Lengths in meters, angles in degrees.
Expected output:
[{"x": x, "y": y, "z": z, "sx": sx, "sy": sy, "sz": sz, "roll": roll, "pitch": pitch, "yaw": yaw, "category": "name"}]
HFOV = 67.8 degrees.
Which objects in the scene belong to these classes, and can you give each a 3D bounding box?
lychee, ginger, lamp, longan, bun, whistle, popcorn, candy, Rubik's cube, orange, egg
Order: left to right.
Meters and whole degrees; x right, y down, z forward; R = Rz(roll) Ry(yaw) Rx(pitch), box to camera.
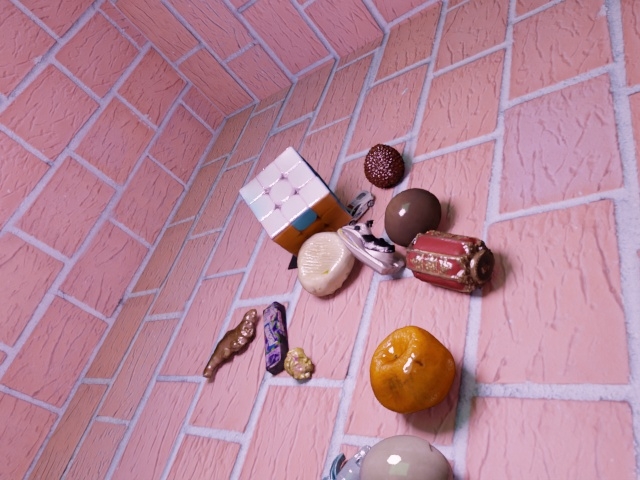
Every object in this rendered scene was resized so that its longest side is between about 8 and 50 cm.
[{"x": -0.372, "y": 0.429, "z": 2.009, "sx": 0.333, "sy": 0.080, "sz": 0.166, "roll": -49, "pitch": 18, "yaw": 8, "category": "ginger"}, {"x": -0.177, "y": 0.371, "z": 1.862, "sx": 0.088, "sy": 0.061, "sz": 0.312, "roll": -37, "pitch": 35, "yaw": 19, "category": "candy"}, {"x": -0.096, "y": -0.144, "z": 1.932, "sx": 0.291, "sy": 0.291, "sz": 0.290, "roll": -39, "pitch": 61, "yaw": 6, "category": "Rubik's cube"}, {"x": -0.081, "y": 0.433, "z": 1.670, "sx": 0.096, "sy": 0.109, "sz": 0.089, "roll": -19, "pitch": -8, "yaw": -20, "category": "popcorn"}, {"x": 0.021, "y": 0.092, "z": 1.848, "sx": 0.259, "sy": 0.160, "sz": 0.260, "roll": -14, "pitch": 62, "yaw": 27, "category": "bun"}, {"x": 0.061, "y": 0.675, "z": 1.274, "sx": 0.274, "sy": 0.093, "sz": 0.186, "roll": -51, "pitch": 34, "yaw": -11, "category": "whistle"}, {"x": 0.262, "y": -0.313, "z": 1.983, "sx": 0.188, "sy": 0.188, "sz": 0.188, "roll": -29, "pitch": 38, "yaw": 25, "category": "lychee"}, {"x": 0.211, "y": 0.562, "z": 1.136, "sx": 0.217, "sy": 0.183, "sz": 0.183, "roll": -24, "pitch": 40, "yaw": 41, "category": "egg"}, {"x": 0.320, "y": -0.082, "z": 1.668, "sx": 0.220, "sy": 0.196, "sz": 0.196, "roll": -46, "pitch": 34, "yaw": 7, "category": "longan"}, {"x": 0.252, "y": 0.366, "z": 1.298, "sx": 0.249, "sy": 0.183, "sz": 0.249, "roll": -45, "pitch": 16, "yaw": 17, "category": "orange"}, {"x": 0.393, "y": 0.062, "z": 1.469, "sx": 0.273, "sy": 0.177, "sz": 0.177, "roll": 13, "pitch": 66, "yaw": 50, "category": "lamp"}]

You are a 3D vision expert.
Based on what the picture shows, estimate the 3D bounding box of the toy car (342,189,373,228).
[{"x": 0.144, "y": -0.129, "z": 2.027, "sx": 0.205, "sy": 0.056, "sz": 0.095, "roll": -48, "pitch": 35, "yaw": -2, "category": "toy car"}]

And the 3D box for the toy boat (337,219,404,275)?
[{"x": 0.176, "y": 0.012, "z": 1.701, "sx": 0.141, "sy": 0.141, "sz": 0.269, "roll": -43, "pitch": 62, "yaw": 6, "category": "toy boat"}]

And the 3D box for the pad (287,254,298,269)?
[{"x": -0.033, "y": -0.005, "z": 2.139, "sx": 0.202, "sy": 0.005, "sz": 0.300, "roll": -13, "pitch": 46, "yaw": 40, "category": "pad"}]
